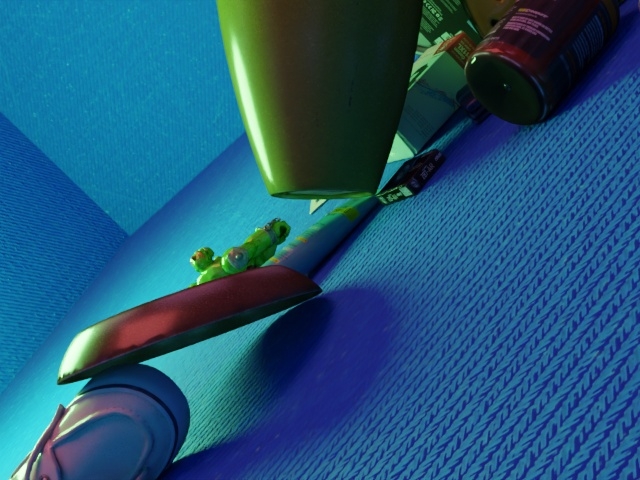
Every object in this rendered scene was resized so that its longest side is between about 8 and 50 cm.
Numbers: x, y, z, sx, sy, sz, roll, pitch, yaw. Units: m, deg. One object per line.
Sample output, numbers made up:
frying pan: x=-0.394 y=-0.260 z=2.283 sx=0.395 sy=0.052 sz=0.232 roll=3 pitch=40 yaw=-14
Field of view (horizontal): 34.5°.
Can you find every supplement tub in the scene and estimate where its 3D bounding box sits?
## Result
supplement tub: x=0.247 y=-0.221 z=1.098 sx=0.198 sy=0.106 sz=0.106 roll=-49 pitch=12 yaw=-21

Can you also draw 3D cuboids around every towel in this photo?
towel: x=0.206 y=-0.186 z=1.304 sx=0.067 sy=0.029 sz=0.119 roll=-42 pitch=11 yaw=12

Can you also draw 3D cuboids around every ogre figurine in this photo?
ogre figurine: x=-0.133 y=0.045 z=1.523 sx=0.197 sy=0.096 sz=0.118 roll=-20 pitch=5 yaw=30

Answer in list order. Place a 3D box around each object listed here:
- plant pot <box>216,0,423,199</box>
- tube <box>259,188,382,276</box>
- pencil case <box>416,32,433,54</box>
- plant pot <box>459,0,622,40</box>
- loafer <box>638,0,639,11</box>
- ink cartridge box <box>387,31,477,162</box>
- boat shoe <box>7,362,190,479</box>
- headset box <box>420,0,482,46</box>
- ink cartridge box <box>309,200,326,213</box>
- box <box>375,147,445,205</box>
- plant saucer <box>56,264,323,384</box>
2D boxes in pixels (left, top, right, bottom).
plant pot: x=0.000 y=-0.203 z=1.305 sx=0.275 sy=0.275 sz=0.293 roll=170 pitch=100 yaw=-70
tube: x=0.000 y=0.000 z=1.336 sx=0.207 sy=0.052 sz=0.080 roll=-42 pitch=21 yaw=-19
pencil case: x=0.203 y=-0.450 z=1.911 sx=0.183 sy=0.160 sz=0.410 roll=-52 pitch=9 yaw=17
plant pot: x=0.258 y=-0.357 z=1.285 sx=0.228 sy=0.207 sz=0.227 roll=-42 pitch=12 yaw=16
loafer: x=0.350 y=-0.228 z=0.944 sx=0.039 sy=0.045 sz=0.125 roll=-31 pitch=12 yaw=-27
ink cartridge box: x=0.144 y=-0.199 z=1.453 sx=0.175 sy=0.072 sz=0.127 roll=-47 pitch=12 yaw=-14
boat shoe: x=-0.282 y=0.274 z=1.117 sx=0.367 sy=0.136 sz=0.156 roll=-39 pitch=12 yaw=35
headset box: x=0.229 y=-0.449 z=1.609 sx=0.131 sy=0.246 sz=0.283 roll=-31 pitch=16 yaw=50
ink cartridge box: x=0.030 y=-0.132 z=1.640 sx=0.180 sy=0.060 sz=0.104 roll=-42 pitch=12 yaw=13
box: x=0.111 y=-0.078 z=1.277 sx=0.067 sy=0.018 sz=0.083 roll=-50 pitch=12 yaw=-21
plant saucer: x=-0.150 y=0.089 z=1.157 sx=0.311 sy=0.050 sz=0.310 roll=-19 pitch=-5 yaw=-2
